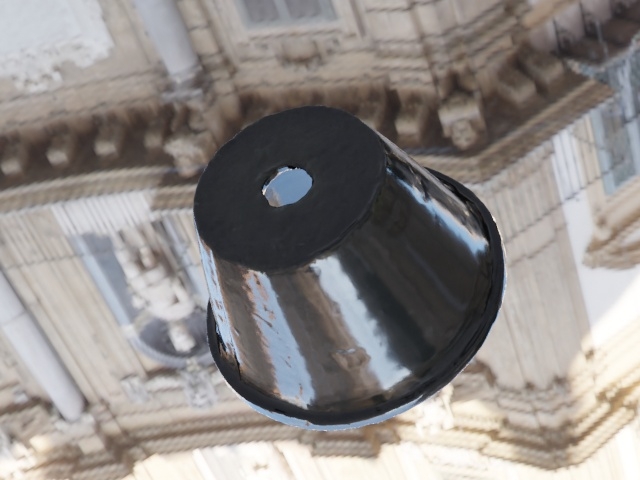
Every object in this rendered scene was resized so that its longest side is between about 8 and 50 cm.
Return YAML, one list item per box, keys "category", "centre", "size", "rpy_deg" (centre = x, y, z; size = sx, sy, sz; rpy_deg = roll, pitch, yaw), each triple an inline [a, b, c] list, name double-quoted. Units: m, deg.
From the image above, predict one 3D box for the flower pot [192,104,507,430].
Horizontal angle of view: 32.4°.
- category: "flower pot"
  centre: [0.000, 0.000, 0.888]
  size: [0.269, 0.166, 0.269]
  rpy_deg: [-14, -131, 18]
